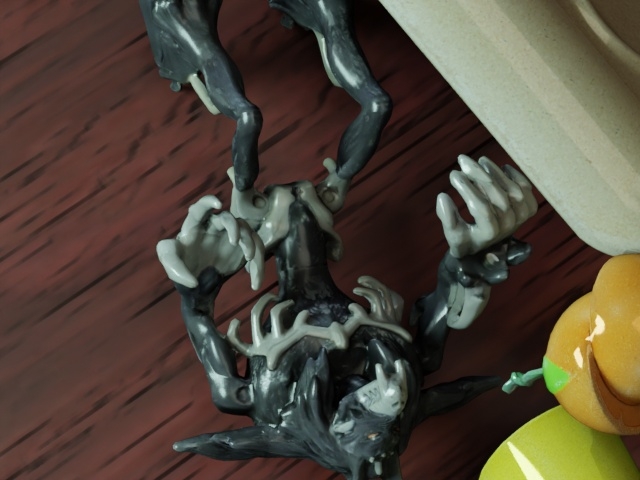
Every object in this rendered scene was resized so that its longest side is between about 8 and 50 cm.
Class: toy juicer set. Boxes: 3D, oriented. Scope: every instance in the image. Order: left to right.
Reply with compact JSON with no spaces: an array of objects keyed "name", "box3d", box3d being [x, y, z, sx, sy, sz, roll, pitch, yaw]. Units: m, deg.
[{"name":"toy juicer set","box3d":[0.216,0.009,0.823,0.329,0.209,0.089,-25,53,-15]}]

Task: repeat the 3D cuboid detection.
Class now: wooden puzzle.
[{"name":"wooden puzzle","box3d":[0.125,-0.194,0.907,0.322,0.080,0.348,49,54,-3]}]

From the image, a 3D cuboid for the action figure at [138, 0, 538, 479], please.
[{"name":"action figure","box3d":[0.000,0.000,0.848,0.164,0.141,0.276,-12,79,-16]}]
